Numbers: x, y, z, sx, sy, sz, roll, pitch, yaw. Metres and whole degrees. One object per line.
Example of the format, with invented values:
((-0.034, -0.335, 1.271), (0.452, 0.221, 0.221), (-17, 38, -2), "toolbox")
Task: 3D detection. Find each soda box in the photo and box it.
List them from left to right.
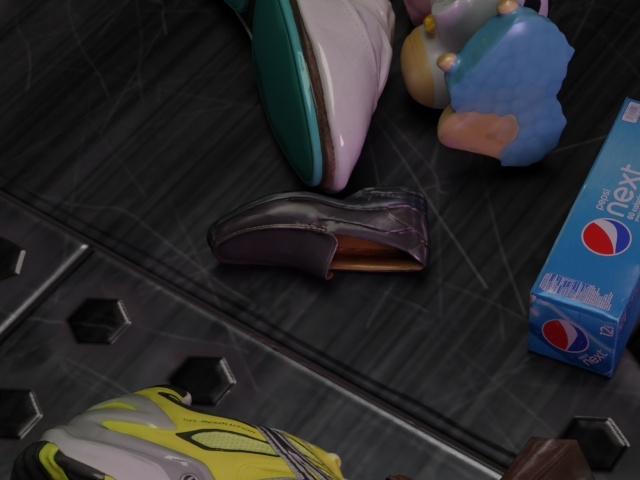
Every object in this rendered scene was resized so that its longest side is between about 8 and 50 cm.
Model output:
((0.221, -0.006, 1.146), (0.067, 0.071, 0.210), (19, 54, 20), "soda box")

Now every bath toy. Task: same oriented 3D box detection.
((0.124, -0.219, 1.300), (0.151, 0.129, 0.348), (-37, 39, 27), "bath toy")

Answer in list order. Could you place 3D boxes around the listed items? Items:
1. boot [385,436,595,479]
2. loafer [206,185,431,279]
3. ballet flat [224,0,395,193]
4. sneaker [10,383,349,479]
((0.116, 0.160, 1.037), (0.106, 0.037, 0.114), (40, 66, 16), "boot")
((0.000, 0.000, 1.167), (0.170, 0.062, 0.061), (-8, 55, -1), "loafer")
((-0.011, -0.201, 1.298), (0.139, 0.139, 0.400), (-18, 48, -11), "ballet flat")
((0.000, 0.194, 0.957), (0.385, 0.145, 0.147), (28, 38, 15), "sneaker")
